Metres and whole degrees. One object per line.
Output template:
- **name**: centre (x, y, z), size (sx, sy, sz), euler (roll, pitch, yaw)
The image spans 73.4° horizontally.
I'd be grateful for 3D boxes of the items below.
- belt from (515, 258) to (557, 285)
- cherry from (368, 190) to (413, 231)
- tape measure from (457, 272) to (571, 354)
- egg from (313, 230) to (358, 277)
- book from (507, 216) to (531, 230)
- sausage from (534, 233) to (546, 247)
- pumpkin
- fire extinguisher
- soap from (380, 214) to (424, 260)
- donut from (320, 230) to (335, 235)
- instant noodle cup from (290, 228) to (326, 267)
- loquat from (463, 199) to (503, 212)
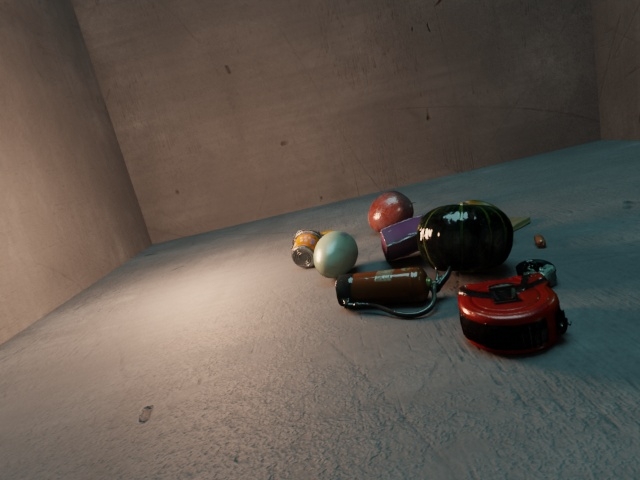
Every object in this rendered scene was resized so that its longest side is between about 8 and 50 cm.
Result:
- **belt**: centre (0.662, 0.100, 1.322), size (0.105, 0.058, 0.140), euler (-17, 14, 0)
- **cherry**: centre (0.388, -0.160, 2.330), size (0.285, 0.213, 0.236), euler (-25, 6, -7)
- **tape measure**: centre (0.476, 0.177, 1.073), size (0.252, 0.114, 0.260), euler (-11, 14, 12)
- **egg**: centre (0.062, 0.062, 1.803), size (0.182, 0.183, 0.264), euler (-8, 21, 23)
- **book**: centre (0.776, -0.069, 1.975), size (0.214, 0.025, 0.282), euler (-22, 15, -28)
- **sausage**: centre (0.826, 0.001, 1.616), size (0.034, 0.034, 0.083), euler (-9, 15, 19)
- **pumpkin**: centre (0.492, -0.010, 1.479), size (0.322, 0.242, 0.323), euler (0, -4, 0)
- **fire extinguisher**: centre (0.235, 0.177, 1.395), size (0.375, 0.113, 0.201), euler (-9, 56, 24)
- **soap**: centre (0.338, -0.004, 1.741), size (0.180, 0.081, 0.259), euler (-21, -19, 4)
- **donut**: centre (0.001, 0.001, 2.352), size (0.190, 0.075, 0.174), euler (-13, 12, -16)
- **instant noodle cup**: centre (-0.064, 0.052, 2.044), size (0.208, 0.177, 0.126), euler (-41, 15, 33)
- **loquat**: centre (0.656, -0.071, 1.749), size (0.227, 0.180, 0.179), euler (26, 30, 21)
